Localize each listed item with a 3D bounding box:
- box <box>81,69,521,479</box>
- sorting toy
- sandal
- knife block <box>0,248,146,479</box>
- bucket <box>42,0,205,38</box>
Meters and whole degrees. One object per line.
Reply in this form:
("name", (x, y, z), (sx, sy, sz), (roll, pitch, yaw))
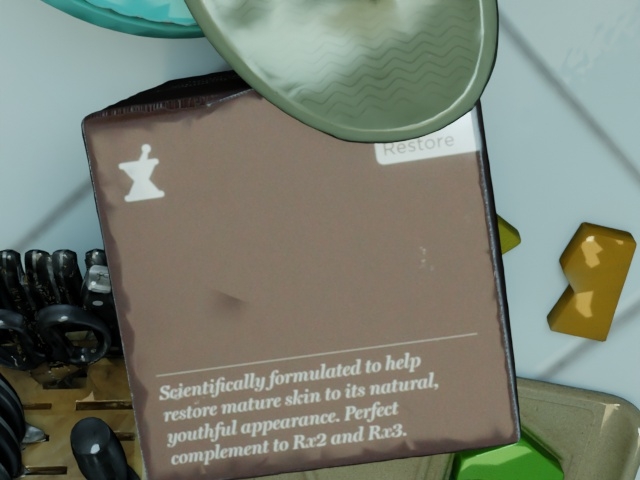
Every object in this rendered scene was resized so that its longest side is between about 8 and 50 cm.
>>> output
("box", (0.000, 0.000, 0.745), (0.168, 0.203, 0.167), (-7, 99, 6))
("sorting toy", (0.064, 0.127, 0.887), (0.229, 0.041, 0.307), (12, 109, -4))
("sandal", (-0.024, -0.169, 0.565), (0.120, 0.086, 0.302), (-20, 109, 8))
("knife block", (-0.124, 0.125, 0.783), (0.088, 0.242, 0.275), (-1, 110, 2))
("bucket", (-0.051, -0.229, 0.687), (0.281, 0.183, 0.281), (0, 110, 1))
